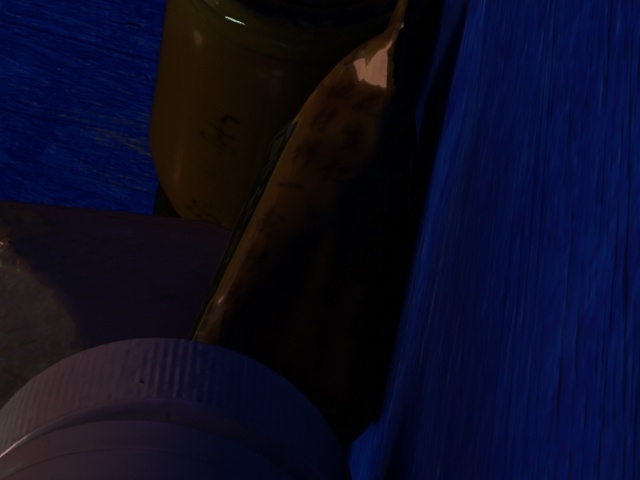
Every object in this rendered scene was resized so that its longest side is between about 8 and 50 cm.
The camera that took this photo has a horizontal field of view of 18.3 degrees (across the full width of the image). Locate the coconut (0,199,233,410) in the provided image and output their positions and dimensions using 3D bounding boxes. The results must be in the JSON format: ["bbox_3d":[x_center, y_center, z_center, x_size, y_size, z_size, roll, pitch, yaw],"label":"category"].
[{"bbox_3d":[-0.137,0.123,1.227,0.297,0.310,0.297,-16,72,58],"label":"coconut"}]

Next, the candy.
[{"bbox_3d":[0.000,0.000,1.063,0.143,0.101,0.271,133,156,-72],"label":"candy"}]

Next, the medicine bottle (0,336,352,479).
[{"bbox_3d":[-0.081,0.193,0.791,0.332,0.190,0.190,-82,6,-63],"label":"medicine bottle"}]

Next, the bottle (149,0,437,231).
[{"bbox_3d":[-0.033,-0.083,1.340,0.351,0.172,0.171,105,176,-53],"label":"bottle"}]
